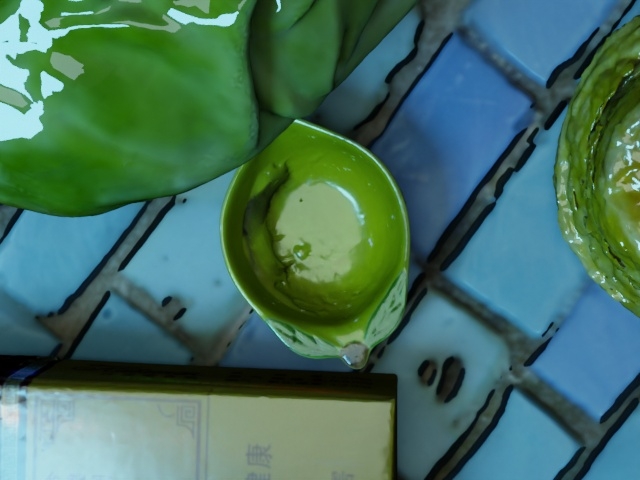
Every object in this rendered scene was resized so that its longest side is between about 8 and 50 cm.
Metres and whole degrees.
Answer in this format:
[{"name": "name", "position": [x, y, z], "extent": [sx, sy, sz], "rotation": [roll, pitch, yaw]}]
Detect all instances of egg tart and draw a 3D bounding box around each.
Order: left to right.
[{"name": "egg tart", "position": [0.296, -0.046, 0.823], "extent": [0.294, 0.123, 0.294], "rotation": [1, 92, 32]}]

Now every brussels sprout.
[{"name": "brussels sprout", "position": [-0.176, -0.208, 0.802], "extent": [0.425, 0.342, 0.361], "rotation": [44, 100, 5]}]

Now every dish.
[{"name": "dish", "position": [0.000, 0.000, 0.922], "extent": [0.148, 0.080, 0.208], "rotation": [-16, 90, 4]}]

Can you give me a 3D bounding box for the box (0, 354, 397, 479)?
[{"name": "box", "position": [-0.146, 0.232, 0.928], "extent": [0.415, 0.116, 0.265], "rotation": [1, 94, 5]}]
